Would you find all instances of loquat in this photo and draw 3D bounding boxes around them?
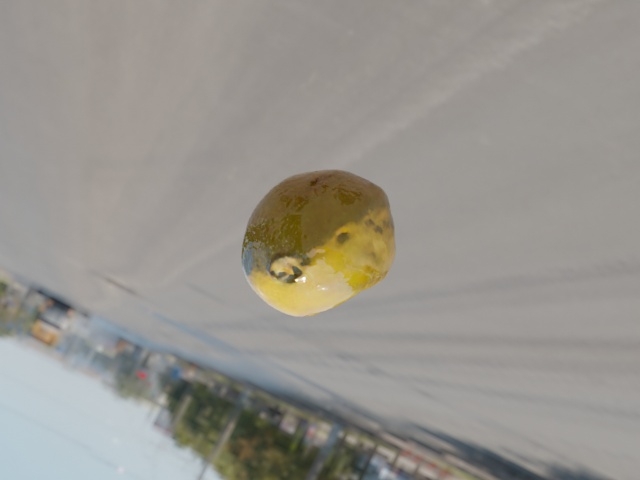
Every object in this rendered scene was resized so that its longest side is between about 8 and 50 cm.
[{"bbox_3d":[0.000,0.000,1.846,0.187,0.176,0.234,-7,-165,31],"label":"loquat"}]
